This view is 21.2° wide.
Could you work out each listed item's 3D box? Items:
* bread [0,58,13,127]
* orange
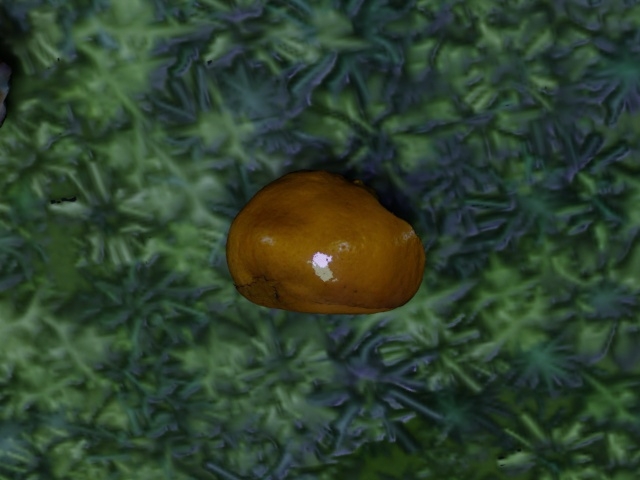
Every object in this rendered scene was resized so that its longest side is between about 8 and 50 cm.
[{"bbox_3d":[-0.251,-0.096,0.684,0.174,0.251,0.133,-29,68,24],"label":"bread"},{"bbox_3d":[0.000,0.000,0.730,0.086,0.086,0.062,1,97,8],"label":"orange"}]
